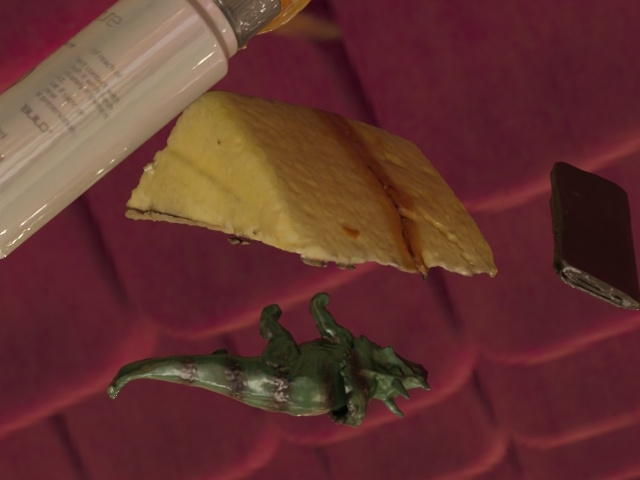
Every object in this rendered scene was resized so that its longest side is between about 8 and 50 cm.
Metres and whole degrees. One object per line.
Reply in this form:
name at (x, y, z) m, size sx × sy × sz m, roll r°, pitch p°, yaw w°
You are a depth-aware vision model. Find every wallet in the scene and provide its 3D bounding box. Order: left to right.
wallet at (0.225, -0.007, 1.488) m, size 0.082 × 0.156 × 0.018 m, roll 23°, pitch 126°, yaw -15°

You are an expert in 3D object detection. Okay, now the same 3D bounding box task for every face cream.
face cream at (-0.133, -0.117, 1.263) m, size 0.311 × 0.092 × 0.092 m, roll -41°, pitch 172°, yaw -14°

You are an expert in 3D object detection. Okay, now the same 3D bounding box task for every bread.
bread at (0.000, 0.000, 1.375) m, size 0.240 × 0.178 × 0.135 m, roll 9°, pitch 127°, yaw -43°

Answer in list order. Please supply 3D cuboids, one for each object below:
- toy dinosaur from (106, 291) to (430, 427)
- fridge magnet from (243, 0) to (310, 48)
toy dinosaur at (-0.040, 0.107, 1.647) m, size 0.292 × 0.120 × 0.079 m, roll 11°, pitch 138°, yaw -8°
fridge magnet at (-0.062, -0.234, 1.580) m, size 0.143 × 0.143 × 0.063 m, roll -17°, pitch 146°, yaw 7°
